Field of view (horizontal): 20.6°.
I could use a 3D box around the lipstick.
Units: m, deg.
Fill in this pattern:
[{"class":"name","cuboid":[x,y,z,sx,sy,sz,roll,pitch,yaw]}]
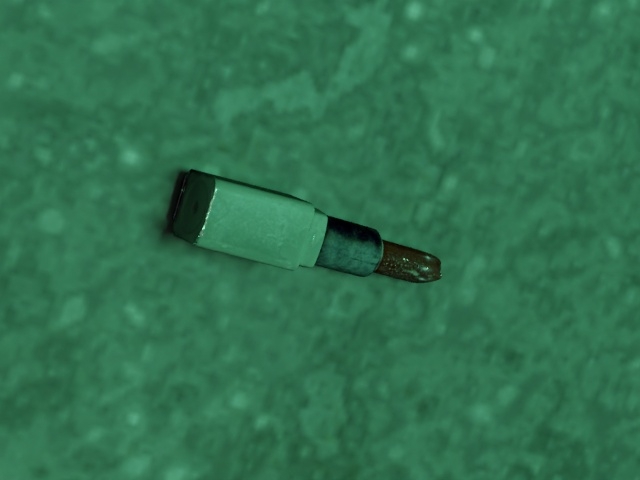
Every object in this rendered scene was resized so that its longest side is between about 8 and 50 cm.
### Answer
[{"class":"lipstick","cuboid":[0.000,0.000,0.638,0.107,0.025,0.025,15,94,-28]}]
